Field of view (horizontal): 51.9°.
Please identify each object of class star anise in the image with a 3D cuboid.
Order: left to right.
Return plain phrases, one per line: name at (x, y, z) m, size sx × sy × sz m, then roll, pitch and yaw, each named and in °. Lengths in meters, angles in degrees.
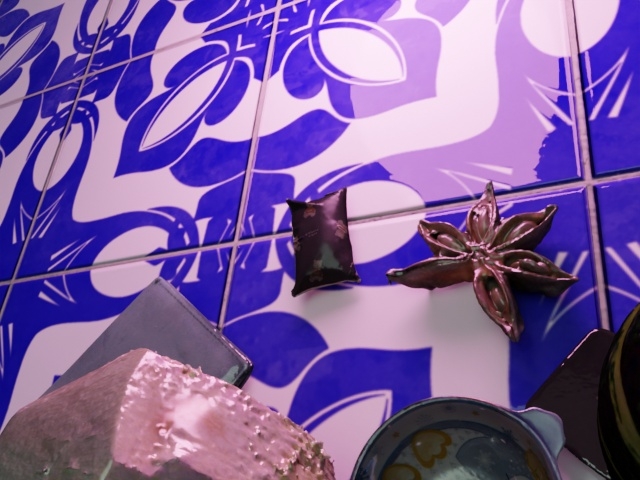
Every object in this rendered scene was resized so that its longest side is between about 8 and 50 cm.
star anise at (0.195, 0.018, 0.750) m, size 0.207 × 0.063 × 0.172 m, roll 24°, pitch 72°, yaw 42°

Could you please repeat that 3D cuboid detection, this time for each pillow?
pillow at (0.000, 0.000, 0.884) m, size 0.090 × 0.048 × 0.150 m, roll -24°, pitch 56°, yaw 27°

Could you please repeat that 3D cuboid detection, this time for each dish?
dish at (0.136, 0.268, 0.614) m, size 0.236 × 0.086 × 0.228 m, roll -23°, pitch 54°, yaw 17°

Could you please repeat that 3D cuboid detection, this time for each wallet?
wallet at (-0.251, 0.217, 0.902) m, size 0.290 × 0.054 × 0.251 m, roll -47°, pitch 53°, yaw -9°

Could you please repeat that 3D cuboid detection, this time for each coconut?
coconut at (-0.155, 0.248, 0.616) m, size 0.297 × 0.309 × 0.298 m, roll -49°, pitch 20°, yaw 25°

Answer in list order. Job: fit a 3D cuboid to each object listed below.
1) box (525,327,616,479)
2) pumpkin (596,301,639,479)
box at (0.282, 0.159, 0.633) m, size 0.125 × 0.027 × 0.126 m, roll -47°, pitch 48°, yaw -5°
pumpkin at (0.347, 0.140, 0.415) m, size 0.241 × 0.323 × 0.323 m, roll -40°, pitch 46°, yaw -24°
